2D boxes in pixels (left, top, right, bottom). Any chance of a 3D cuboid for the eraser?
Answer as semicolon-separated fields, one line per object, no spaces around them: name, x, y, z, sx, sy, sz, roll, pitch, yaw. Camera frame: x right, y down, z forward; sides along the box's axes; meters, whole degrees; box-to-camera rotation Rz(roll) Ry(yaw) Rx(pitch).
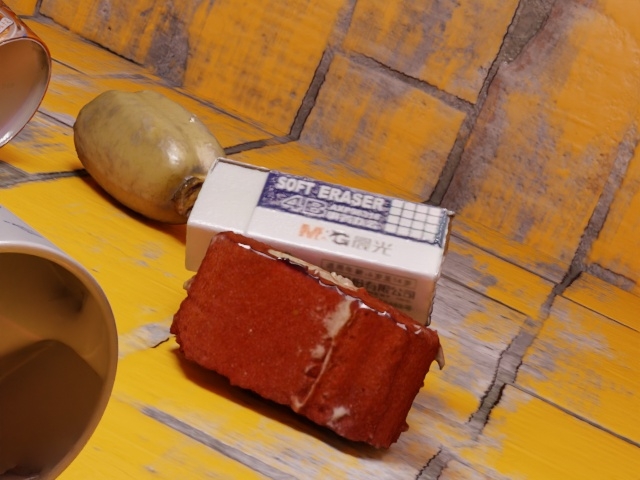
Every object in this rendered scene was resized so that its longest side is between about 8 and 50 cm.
eraser;0.000;0.000;1.900;0.287;0.086;0.130;14;46;6

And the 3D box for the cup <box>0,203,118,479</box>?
cup;-0.318;0.039;1.227;0.212;0.212;0.317;14;14;-43

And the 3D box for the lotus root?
lotus root;-0.224;-0.105;2.326;0.169;0.152;0.342;-3;29;-35

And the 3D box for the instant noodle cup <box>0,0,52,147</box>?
instant noodle cup;-0.488;-0.233;2.190;0.192;0.250;0.250;38;15;21

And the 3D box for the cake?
cake;-0.013;0.103;1.760;0.283;0.151;0.177;24;-1;2
